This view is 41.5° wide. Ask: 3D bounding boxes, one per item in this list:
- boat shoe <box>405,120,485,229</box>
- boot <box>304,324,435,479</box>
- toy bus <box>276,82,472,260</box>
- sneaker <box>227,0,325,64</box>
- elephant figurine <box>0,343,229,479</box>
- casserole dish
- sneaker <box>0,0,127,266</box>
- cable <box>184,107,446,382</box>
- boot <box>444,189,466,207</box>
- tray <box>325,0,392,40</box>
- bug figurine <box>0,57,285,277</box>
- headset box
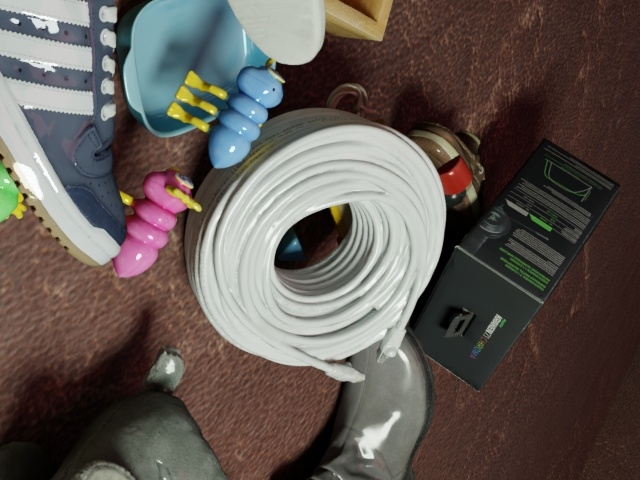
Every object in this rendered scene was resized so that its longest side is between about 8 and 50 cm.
[{"bbox_3d":[0.164,-0.103,1.092,0.095,0.095,0.257,-68,159,-12],"label":"boat shoe"},{"bbox_3d":[0.031,0.272,1.049,0.222,0.118,0.338,-22,118,-44],"label":"boot"},{"bbox_3d":[0.042,-0.068,0.906,0.190,0.104,0.202,19,114,-25],"label":"toy bus"},{"bbox_3d":[-0.027,-0.231,0.585,0.094,0.080,0.212,-50,135,-40],"label":"sneaker"},{"bbox_3d":[-0.188,0.223,0.649,0.239,0.186,0.169,-11,148,-53],"label":"elephant figurine"},{"bbox_3d":[-0.104,-0.160,0.711,0.188,0.037,0.114,-36,132,-44],"label":"casserole dish"},{"bbox_3d":[-0.137,-0.127,0.475,0.153,0.099,0.282,-30,121,-14],"label":"sneaker"},{"bbox_3d":[0.000,0.000,0.805,0.257,0.089,0.257,19,109,-34],"label":"cable"},{"bbox_3d":[0.113,-0.024,1.024,0.045,0.121,0.099,17,84,-55],"label":"boot"},{"bbox_3d":[-0.073,-0.309,0.612,0.410,0.076,0.203,11,95,-49],"label":"tray"},{"bbox_3d":[-0.143,-0.087,0.602,0.279,0.072,0.216,26,90,-44],"label":"bug figurine"},{"bbox_3d":[0.264,0.042,1.188,0.283,0.131,0.246,-47,164,-34],"label":"headset box"}]
